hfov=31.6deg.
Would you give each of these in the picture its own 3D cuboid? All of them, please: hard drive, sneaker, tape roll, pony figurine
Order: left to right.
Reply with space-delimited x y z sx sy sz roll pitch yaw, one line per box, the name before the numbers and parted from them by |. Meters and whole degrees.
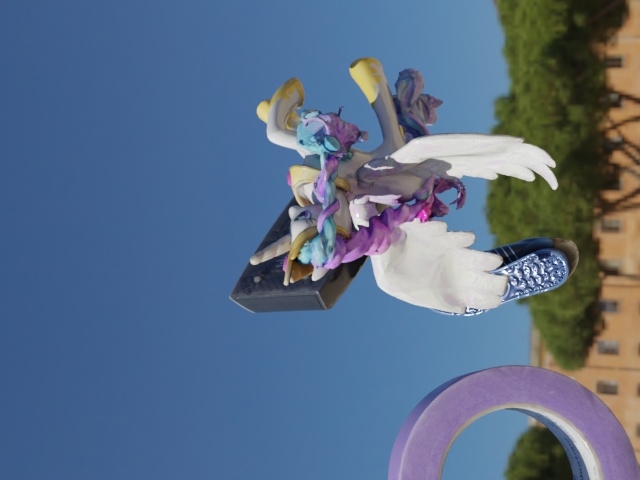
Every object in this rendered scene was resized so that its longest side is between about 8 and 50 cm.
hard drive | 0.000 0.000 1.535 0.054 0.172 0.255 58 -135 -30
pony figurine | 0.083 -0.074 1.422 0.363 0.351 0.303 -96 11 -46
sneaker | 0.255 0.049 1.604 0.090 0.232 0.081 -30 -75 -58
tape roll | 0.150 0.194 0.895 0.080 0.189 0.189 111 164 -81
